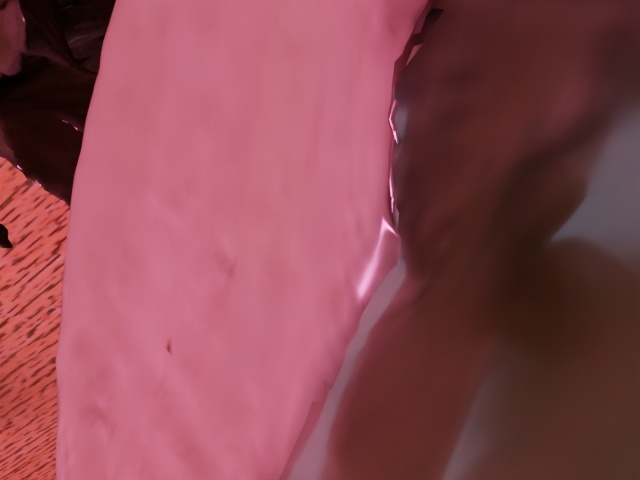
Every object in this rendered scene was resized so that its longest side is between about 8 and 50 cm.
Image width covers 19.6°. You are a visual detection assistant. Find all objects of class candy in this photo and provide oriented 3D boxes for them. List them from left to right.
[{"bbox_3d":[0.128,-0.005,0.538,0.427,0.386,0.186,-9,-158,-23],"label":"candy"}]

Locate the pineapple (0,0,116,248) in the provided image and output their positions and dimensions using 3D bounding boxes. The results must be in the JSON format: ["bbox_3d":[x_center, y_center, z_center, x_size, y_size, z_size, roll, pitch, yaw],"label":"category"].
[{"bbox_3d":[-0.173,-0.019,0.558,0.277,0.130,0.119,-22,174,15],"label":"pineapple"}]
